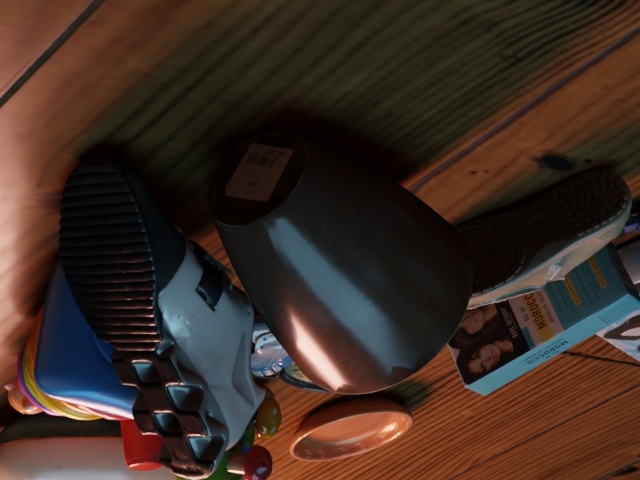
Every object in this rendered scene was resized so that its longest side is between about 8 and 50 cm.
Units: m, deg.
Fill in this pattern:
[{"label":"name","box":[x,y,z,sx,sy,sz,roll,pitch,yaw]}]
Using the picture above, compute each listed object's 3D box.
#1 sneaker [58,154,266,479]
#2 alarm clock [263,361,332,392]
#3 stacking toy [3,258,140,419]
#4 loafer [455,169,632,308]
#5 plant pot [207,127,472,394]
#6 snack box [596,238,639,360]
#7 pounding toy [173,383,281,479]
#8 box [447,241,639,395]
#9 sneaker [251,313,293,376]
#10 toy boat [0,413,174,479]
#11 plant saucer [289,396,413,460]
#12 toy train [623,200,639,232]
[{"label":"sneaker","box":[-0.142,0.054,1.179,0.122,0.331,0.146,3,-150,36]},{"label":"alarm clock","box":[-0.006,0.154,1.577,0.192,0.064,0.129,-16,149,28]},{"label":"stacking toy","box":[-0.271,0.139,1.344,0.175,0.166,0.302,20,150,-27]},{"label":"loafer","box":[0.238,0.015,1.405,0.268,0.102,0.092,-24,147,16]},{"label":"plant pot","box":[0.000,0.000,1.169,0.215,0.215,0.230,-25,136,19]},{"label":"snack box","box":[0.469,0.078,1.699,0.187,0.060,0.322,-28,151,23]},{"label":"pounding toy","box":[-0.096,0.260,1.585,0.110,0.183,0.237,5,168,18]},{"label":"box","box":[0.280,0.095,1.563,0.244,0.101,0.060,-34,148,21]},{"label":"sneaker","box":[-0.040,0.109,1.478,0.190,0.071,0.083,-30,144,27]},{"label":"toy boat","box":[-0.275,0.249,1.566,0.267,0.148,0.318,8,153,-30]},{"label":"plant saucer","box":[0.046,0.293,1.916,0.199,0.037,0.200,-13,153,-7]},{"label":"toy train","box":[0.429,-0.040,1.473,0.158,0.036,0.027,-17,154,3]}]
